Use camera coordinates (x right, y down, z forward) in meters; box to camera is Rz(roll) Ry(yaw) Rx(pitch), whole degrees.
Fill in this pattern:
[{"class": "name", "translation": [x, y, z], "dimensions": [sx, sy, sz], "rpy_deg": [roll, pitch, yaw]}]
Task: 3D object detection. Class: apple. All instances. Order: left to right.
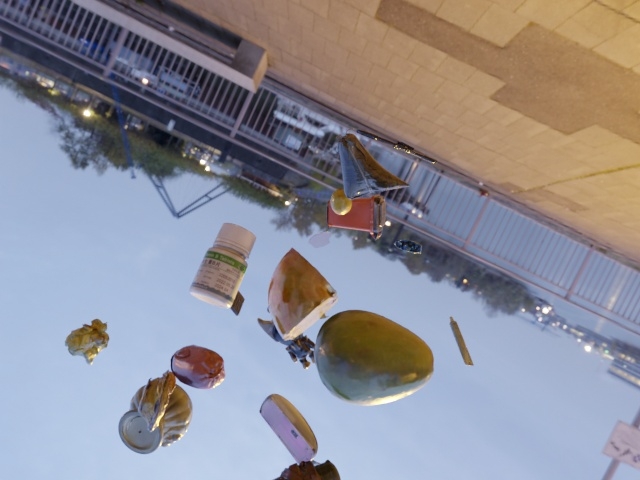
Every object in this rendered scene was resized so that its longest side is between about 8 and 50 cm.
[{"class": "apple", "translation": [-0.060, 0.181, 1.558], "dimensions": [0.252, 0.314, 0.309], "rpy_deg": [2, 167, 11]}]

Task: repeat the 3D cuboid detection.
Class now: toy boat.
[{"class": "toy boat", "translation": [0.423, 0.027, 2.222], "dimensions": [0.137, 0.060, 0.061], "rpy_deg": [18, -153, 26]}]

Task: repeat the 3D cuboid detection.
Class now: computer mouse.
[{"class": "computer mouse", "translation": [-0.102, 0.615, 1.511], "dimensions": [0.245, 0.126, 0.056], "rpy_deg": [45, -150, 21]}]

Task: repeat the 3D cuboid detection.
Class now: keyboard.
[{"class": "keyboard", "translation": [-0.401, 0.185, 1.911], "dimensions": [0.018, 0.101, 0.310], "rpy_deg": [-8, 133, 23]}]

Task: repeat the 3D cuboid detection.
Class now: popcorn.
[{"class": "popcorn", "translation": [-0.830, 0.355, 1.640], "dimensions": [0.141, 0.163, 0.135], "rpy_deg": [3, -168, -27]}]

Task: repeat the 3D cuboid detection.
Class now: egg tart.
[{"class": "egg tart", "translation": [-0.646, 0.619, 1.801], "dimensions": [0.105, 0.241, 0.241], "rpy_deg": [22, -176, -16]}]

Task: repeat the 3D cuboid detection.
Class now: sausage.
[{"class": "sausage", "translation": [-0.463, 0.472, 1.729], "dimensions": [0.152, 0.152, 0.279], "rpy_deg": [22, 162, -39]}]

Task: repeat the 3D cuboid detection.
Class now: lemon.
[{"class": "lemon", "translation": [0.079, -0.142, 1.746], "dimensions": [0.082, 0.111, 0.082], "rpy_deg": [-6, -144, 4]}]

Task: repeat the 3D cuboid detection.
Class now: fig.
[{"class": "fig", "translation": [0.142, 0.317, 1.251], "dimensions": [0.326, 0.258, 0.258], "rpy_deg": [2, 176, 18]}]

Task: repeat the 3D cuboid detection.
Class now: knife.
[{"class": "knife", "translation": [0.194, -0.240, 1.156], "dimensions": [0.222, 0.021, 0.045], "rpy_deg": [21, -170, 1]}]

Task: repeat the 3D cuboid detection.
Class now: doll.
[{"class": "doll", "translation": [-0.118, 0.392, 1.909], "dimensions": [0.316, 0.145, 0.103], "rpy_deg": [55, -145, -9]}]

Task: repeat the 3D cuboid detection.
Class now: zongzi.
[{"class": "zongzi", "translation": [0.145, -0.218, 1.267], "dimensions": [0.184, 0.187, 0.084], "rpy_deg": [-9, -155, 6]}]

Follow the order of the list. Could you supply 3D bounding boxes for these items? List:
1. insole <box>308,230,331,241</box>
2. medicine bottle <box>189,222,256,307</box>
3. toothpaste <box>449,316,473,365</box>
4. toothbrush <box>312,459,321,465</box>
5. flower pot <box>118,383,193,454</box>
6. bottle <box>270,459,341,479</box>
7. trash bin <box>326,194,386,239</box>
[{"class": "insole", "translation": [0.000, 0.000, 2.094], "dimensions": [0.111, 0.007, 0.328], "rpy_deg": [-17, 169, -1]}, {"class": "medicine bottle", "translation": [-0.290, 0.075, 1.400], "dimensions": [0.139, 0.237, 0.139], "rpy_deg": [19, 162, 7]}, {"class": "toothpaste", "translation": [0.520, 0.373, 1.717], "dimensions": [0.048, 0.029, 0.197], "rpy_deg": [14, -133, -34]}, {"class": "toothbrush", "translation": [-0.025, 0.915, 1.899], "dimensions": [0.257, 0.018, 0.024], "rpy_deg": [-20, 100, 57]}, {"class": "flower pot", "translation": [-0.766, 0.823, 2.115], "dimensions": [0.307, 0.308, 0.244], "rpy_deg": [26, -167, 7]}, {"class": "bottle", "translation": [-0.069, 0.726, 1.317], "dimensions": [0.271, 0.143, 0.156], "rpy_deg": [-16, -120, -19]}, {"class": "trash bin", "translation": [0.155, -0.103, 1.981], "dimensions": [0.238, 0.185, 0.161], "rpy_deg": [2, -171, 17]}]
